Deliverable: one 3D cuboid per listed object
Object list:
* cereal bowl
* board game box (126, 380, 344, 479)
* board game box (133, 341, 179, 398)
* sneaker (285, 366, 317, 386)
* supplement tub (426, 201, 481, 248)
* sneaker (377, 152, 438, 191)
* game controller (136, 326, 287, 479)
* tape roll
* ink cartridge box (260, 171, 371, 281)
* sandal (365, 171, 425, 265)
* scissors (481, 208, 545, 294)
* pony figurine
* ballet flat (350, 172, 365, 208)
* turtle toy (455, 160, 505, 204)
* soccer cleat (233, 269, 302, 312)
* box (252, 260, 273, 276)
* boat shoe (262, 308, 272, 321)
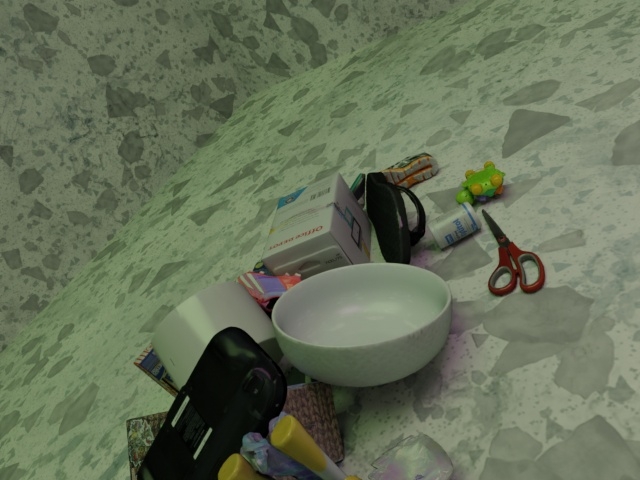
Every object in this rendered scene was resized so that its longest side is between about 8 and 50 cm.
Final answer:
[{"bbox_3d":[0.084,0.171,0.967,0.338,0.141,0.339,-9,19,3],"label":"cereal bowl"},{"bbox_3d":[-0.148,0.349,0.883,0.291,0.232,0.141,-20,71,28],"label":"board game box"},{"bbox_3d":[-0.327,0.299,1.219,0.045,0.193,0.147,-12,35,53],"label":"board game box"},{"bbox_3d":[-0.053,0.292,1.052,0.118,0.083,0.222,-27,31,17],"label":"sneaker"},{"bbox_3d":[0.308,-0.035,1.160,0.107,0.071,0.071,-31,29,11],"label":"supplement tub"},{"bbox_3d":[0.236,-0.195,1.474,0.214,0.084,0.083,-18,29,13],"label":"sneaker"},{"bbox_3d":[-0.168,0.288,0.742,0.166,0.067,0.319,39,102,45],"label":"game controller"},{"bbox_3d":[-0.217,0.232,1.100,0.246,0.246,0.169,-39,65,-6],"label":"tape roll"},{"bbox_3d":[0.000,0.000,1.308,0.198,0.197,0.270,-22,31,23],"label":"ink cartridge box"},{"bbox_3d":[0.190,-0.077,1.251,0.107,0.168,0.446,-1,24,-2],"label":"sandal"},{"bbox_3d":[0.398,0.008,1.057,0.109,0.021,0.297,-22,30,28],"label":"scissors"},{"bbox_3d":[0.055,0.363,0.623,0.303,0.363,0.351,-54,17,-15],"label":"pony figurine"},{"bbox_3d":[0.085,-0.099,1.459,0.203,0.074,0.074,-53,25,14],"label":"ballet flat"},{"bbox_3d":[0.387,-0.130,1.219,0.130,0.066,0.095,-25,30,20],"label":"turtle toy"},{"bbox_3d":[-0.135,0.128,1.203,0.248,0.083,0.095,-4,46,40],"label":"soccer cleat"},{"bbox_3d":[-0.163,0.136,1.450,0.136,0.036,0.225,-17,35,30],"label":"box"},{"bbox_3d":[-0.017,0.164,1.188,0.335,0.095,0.112,-24,31,21],"label":"boat shoe"}]
